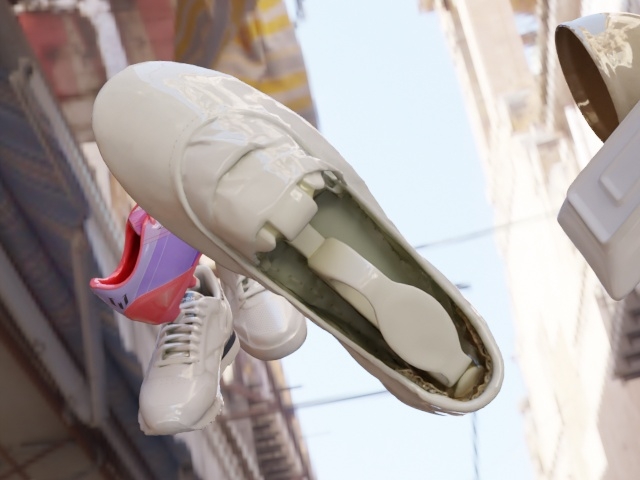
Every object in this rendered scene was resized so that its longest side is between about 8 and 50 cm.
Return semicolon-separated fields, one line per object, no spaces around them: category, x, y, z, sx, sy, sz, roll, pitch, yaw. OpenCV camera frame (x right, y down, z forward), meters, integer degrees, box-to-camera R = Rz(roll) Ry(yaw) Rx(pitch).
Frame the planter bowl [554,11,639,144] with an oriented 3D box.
planter bowl;0.358;-0.200;1.572;0.109;0.162;0.162;-25;-31;-3

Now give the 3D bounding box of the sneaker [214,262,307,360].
sneaker;-0.111;0.024;1.830;0.108;0.292;0.169;-26;-51;-4

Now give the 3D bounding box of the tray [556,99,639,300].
tray;0.277;-0.092;1.020;0.030;0.145;0.270;29;-71;-24

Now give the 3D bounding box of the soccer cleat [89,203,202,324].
soccer cleat;-0.135;-0.037;1.315;0.095;0.248;0.083;27;-5;-26

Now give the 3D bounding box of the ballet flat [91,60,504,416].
ballet flat;0.000;0.000;1.047;0.400;0.139;0.139;41;-51;-15

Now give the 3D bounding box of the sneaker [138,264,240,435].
sneaker;-0.140;0.114;1.379;0.090;0.235;0.095;-2;-65;5
